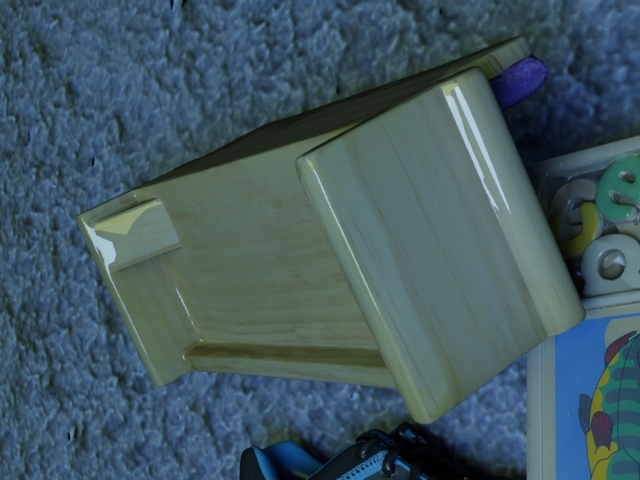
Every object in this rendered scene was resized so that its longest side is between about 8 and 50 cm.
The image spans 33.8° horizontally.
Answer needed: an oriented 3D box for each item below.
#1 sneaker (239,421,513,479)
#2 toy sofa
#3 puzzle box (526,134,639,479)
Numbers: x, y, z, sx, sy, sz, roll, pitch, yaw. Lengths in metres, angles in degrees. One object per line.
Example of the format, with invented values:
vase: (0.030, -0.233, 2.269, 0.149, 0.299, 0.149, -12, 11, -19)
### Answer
sneaker: (0.069, 0.191, 0.698, 0.341, 0.125, 0.139, -13, 79, 34)
toy sofa: (0.000, 0.000, 0.678, 0.362, 0.177, 0.150, -8, 109, 58)
puzzle box: (0.224, 0.127, 0.494, 0.272, 0.052, 0.409, -14, 65, 41)
